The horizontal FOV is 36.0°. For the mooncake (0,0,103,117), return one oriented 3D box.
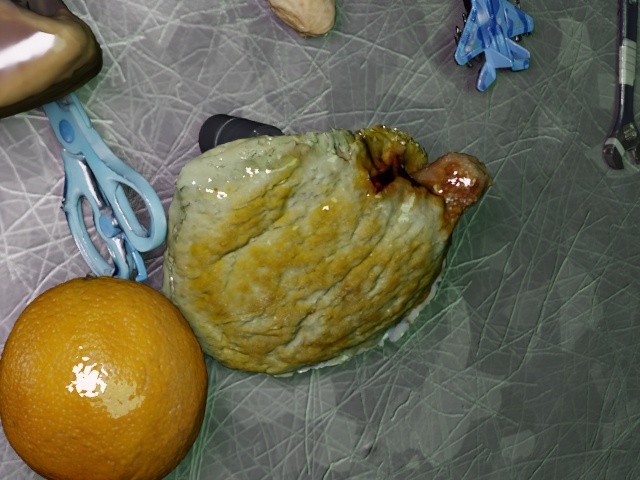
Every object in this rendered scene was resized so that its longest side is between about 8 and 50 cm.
[{"bbox_3d":[-0.400,-0.324,1.043,0.393,0.246,0.394,18,87,-8],"label":"mooncake"}]

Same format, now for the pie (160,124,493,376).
[{"bbox_3d":[-0.024,0.010,1.285,0.418,0.180,0.395,-1,132,-31],"label":"pie"}]

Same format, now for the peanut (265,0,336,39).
[{"bbox_3d":[-0.046,-0.376,1.352,0.099,0.099,0.214,-29,106,-25],"label":"peanut"}]

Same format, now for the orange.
[{"bbox_3d":[-0.260,0.167,1.175,0.264,0.264,0.264,-2,94,-29],"label":"orange"}]

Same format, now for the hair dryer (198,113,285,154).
[{"bbox_3d":[-0.068,-0.081,1.355,0.071,0.124,0.219,-49,130,-16],"label":"hair dryer"}]

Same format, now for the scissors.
[{"bbox_3d":[-0.302,-0.128,1.208,0.032,0.180,0.393,-28,92,-47],"label":"scissors"}]

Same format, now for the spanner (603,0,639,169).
[{"bbox_3d":[0.541,-0.281,1.729,0.087,0.024,0.315,2,91,-31],"label":"spanner"}]

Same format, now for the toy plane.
[{"bbox_3d":[0.249,-0.365,1.530,0.169,0.078,0.246,-30,100,-25],"label":"toy plane"}]
